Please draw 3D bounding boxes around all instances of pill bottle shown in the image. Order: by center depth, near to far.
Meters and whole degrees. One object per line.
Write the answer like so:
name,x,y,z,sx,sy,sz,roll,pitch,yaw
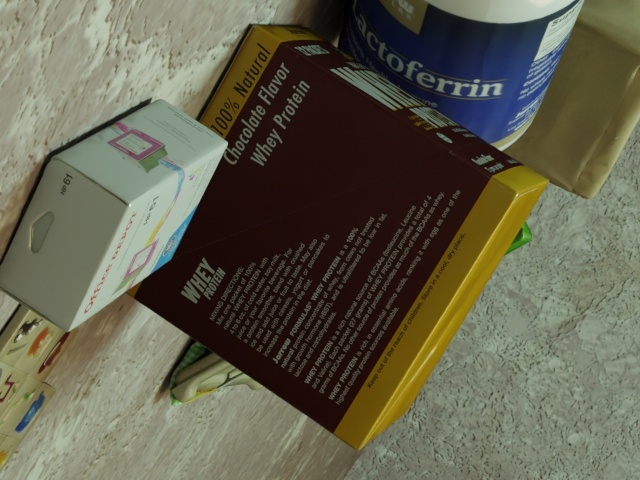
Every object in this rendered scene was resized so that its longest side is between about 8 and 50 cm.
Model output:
pill bottle,0.100,-0.178,1.261,0.153,0.153,0.264,-52,168,-28

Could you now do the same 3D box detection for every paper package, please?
paper package,0.278,-0.247,1.795,0.324,0.168,0.309,-60,174,-25

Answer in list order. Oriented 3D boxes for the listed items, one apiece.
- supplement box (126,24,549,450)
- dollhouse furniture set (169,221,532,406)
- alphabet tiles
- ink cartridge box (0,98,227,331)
supplement box,0.008,-0.007,1.219,0.191,0.194,0.129,-59,170,13
dollhouse furniture set,0.000,0.000,1.589,0.302,0.151,0.197,-30,170,15
alphabet tiles,-0.222,0.140,1.112,0.237,0.009,0.198,-56,170,-6
ink cartridge box,-0.112,-0.015,1.031,0.088,0.052,0.122,-62,168,28
